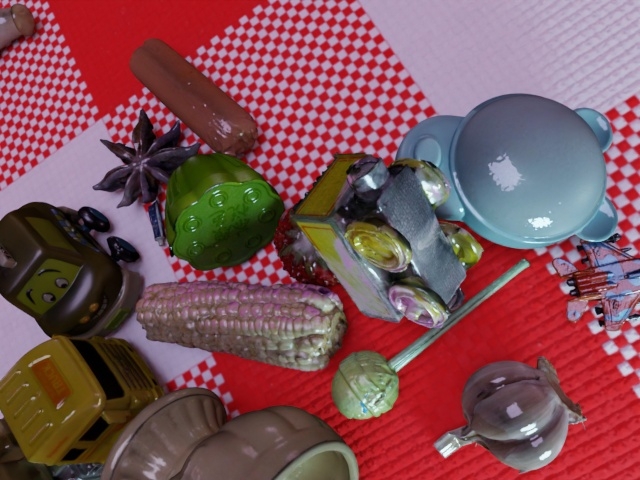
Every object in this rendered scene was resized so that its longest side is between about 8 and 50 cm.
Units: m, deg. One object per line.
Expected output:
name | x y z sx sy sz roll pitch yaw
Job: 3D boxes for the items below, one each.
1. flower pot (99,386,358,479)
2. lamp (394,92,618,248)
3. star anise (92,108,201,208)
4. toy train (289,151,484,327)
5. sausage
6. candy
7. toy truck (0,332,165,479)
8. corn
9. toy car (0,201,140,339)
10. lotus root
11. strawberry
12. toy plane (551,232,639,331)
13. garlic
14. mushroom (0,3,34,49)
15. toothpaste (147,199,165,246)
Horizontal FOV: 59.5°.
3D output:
flower pot | -0.126 0.334 0.710 0.244 0.307 0.307 17 85 35
lamp | 0.243 -0.095 0.746 0.284 0.147 0.209 1 72 17
star anise | -0.302 -0.137 0.964 0.205 0.061 0.180 -37 71 7
toy train | 0.085 0.002 0.706 0.178 0.260 0.134 6 51 44
sausage | -0.218 -0.243 0.947 0.289 0.086 0.086 42 93 18
candy | 0.157 0.130 0.775 0.336 0.092 0.093 -36 85 -2
toy truck | -0.438 0.324 0.822 0.405 0.254 0.181 -47 66 0
corn | -0.125 0.113 0.835 0.335 0.127 0.126 5 81 19
toy car | -0.437 0.044 0.897 0.248 0.198 0.204 41 92 19
lotus root | -0.172 -0.071 0.871 0.186 0.186 0.186 -3 79 16
strawberry | 0.000 0.000 0.836 0.145 0.086 0.145 -3 79 18
toy plane | 0.406 0.045 0.719 0.189 0.061 0.130 -12 75 10
garlic | 0.220 0.227 0.716 0.194 0.127 0.131 -31 75 29
mushroom | -0.694 -0.389 1.113 0.270 0.103 0.118 -40 71 0
toothpaste | -0.280 -0.028 0.960 0.027 0.019 0.083 -29 68 27
